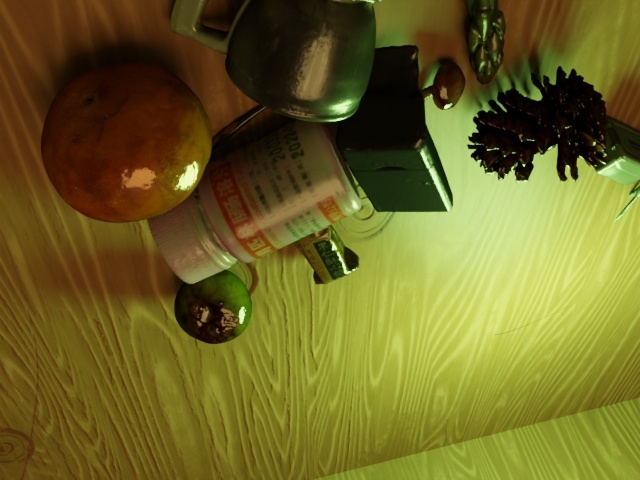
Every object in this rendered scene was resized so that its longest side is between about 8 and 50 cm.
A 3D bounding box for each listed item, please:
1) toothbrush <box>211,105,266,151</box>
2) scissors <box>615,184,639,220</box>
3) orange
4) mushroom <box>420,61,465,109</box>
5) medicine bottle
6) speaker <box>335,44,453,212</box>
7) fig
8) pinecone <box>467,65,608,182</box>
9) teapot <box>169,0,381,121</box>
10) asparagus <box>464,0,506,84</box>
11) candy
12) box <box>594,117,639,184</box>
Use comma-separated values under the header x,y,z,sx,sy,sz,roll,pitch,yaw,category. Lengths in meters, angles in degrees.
x,y,z,sx,sy,sz,roll,pitch,yaw,category
-0.178,-0.211,1.476,0.321,0.023,0.031,-29,138,13,toothbrush
0.839,-0.177,1.846,0.029,0.256,0.383,33,147,7,scissors
-0.326,-0.167,1.258,0.284,0.283,0.226,-21,149,3,orange
0.243,-0.294,1.512,0.129,0.073,0.088,-46,171,37,mushroom
-0.132,-0.079,1.499,0.389,0.219,0.219,-24,142,8,medicine bottle
0.160,-0.204,1.523,0.180,0.184,0.388,1,160,19,speaker
-0.245,0.155,1.789,0.181,0.181,0.191,-31,165,15,fig
0.447,-0.220,1.557,0.292,0.246,0.246,-16,147,28,pinecone
-0.046,-0.368,1.225,0.239,0.322,0.239,-33,153,-48,teapot
0.310,-0.396,1.410,0.080,0.080,0.287,-17,143,-2,asparagus
0.000,0.000,1.755,0.143,0.101,0.271,-20,137,11,candy
0.709,-0.203,1.783,0.172,0.123,0.093,14,142,-34,box
